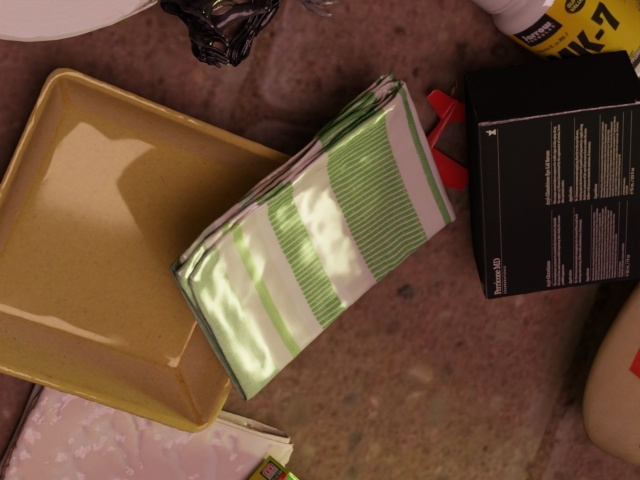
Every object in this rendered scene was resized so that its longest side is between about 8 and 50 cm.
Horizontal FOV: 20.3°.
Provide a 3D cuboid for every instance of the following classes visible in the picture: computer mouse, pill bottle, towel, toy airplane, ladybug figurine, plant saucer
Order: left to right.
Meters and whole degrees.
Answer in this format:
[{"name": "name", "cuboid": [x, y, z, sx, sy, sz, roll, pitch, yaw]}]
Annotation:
[{"name": "towel", "cuboid": [-0.234, 0.324, 2.049, 0.317, 0.053, 0.332, 22, 101, -24]}, {"name": "plant saucer", "cuboid": [-0.208, 0.009, 1.923, 0.333, 0.081, 0.332, 21, 101, -24]}, {"name": "computer mouse", "cuboid": [-0.126, -0.275, 1.864, 0.193, 0.042, 0.106, 36, 97, -26]}, {"name": "towel", "cuboid": [0.000, 0.000, 1.929, 0.325, 0.038, 0.248, -42, 139, -15]}, {"name": "toy airplane", "cuboid": [0.126, -0.110, 2.019, 0.151, 0.028, 0.151, -7, 113, -18]}, {"name": "pill bottle", "cuboid": [0.264, -0.256, 1.961, 0.208, 0.119, 0.119, 29, 98, -25]}, {"name": "ladybug figurine", "cuboid": [0.497, 0.095, 2.105, 0.449, 0.162, 0.305, -54, 142, 7]}]

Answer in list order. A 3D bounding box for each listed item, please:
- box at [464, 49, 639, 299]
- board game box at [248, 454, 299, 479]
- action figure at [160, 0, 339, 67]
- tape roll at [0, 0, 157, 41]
[{"name": "box", "cuboid": [0.259, -0.069, 1.977, 0.184, 0.103, 0.261, -9, 132, -3]}, {"name": "board game box", "cuboid": [-0.032, 0.334, 2.089, 0.092, 0.043, 0.181, -50, 135, -6]}, {"name": "action figure", "cuboid": [-0.032, -0.294, 1.802, 0.141, 0.164, 0.275, 36, 75, 12]}, {"name": "tape roll", "cuboid": [-0.286, -0.387, 1.730, 0.392, 0.072, 0.392, -4, 107, -12]}]
